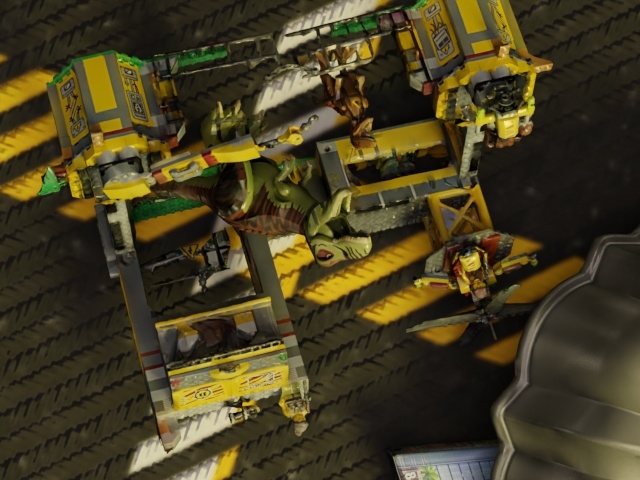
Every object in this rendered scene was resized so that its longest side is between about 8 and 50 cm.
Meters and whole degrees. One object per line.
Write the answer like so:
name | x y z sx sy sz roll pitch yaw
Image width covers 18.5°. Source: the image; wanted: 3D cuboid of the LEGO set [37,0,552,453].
LEGO set | 0.000 0.000 1.169 0.331 0.255 0.192 -9 62 -15

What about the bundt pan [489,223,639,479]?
bundt pan | 0.274 0.138 1.204 0.331 0.124 0.330 -1 94 -23

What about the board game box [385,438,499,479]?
board game box | 0.164 0.199 1.277 0.194 0.060 0.194 -18 90 -3
